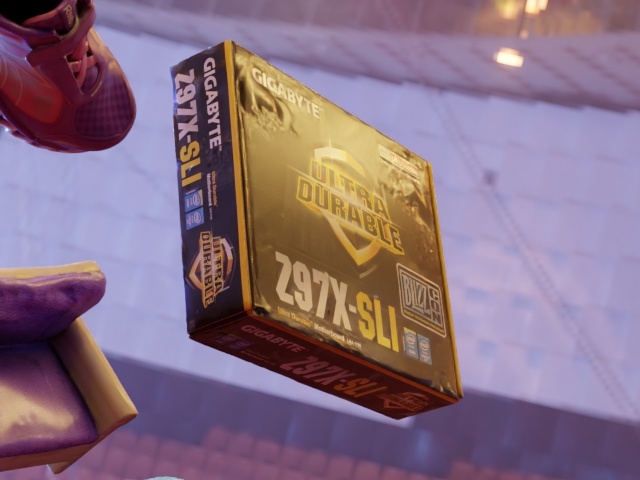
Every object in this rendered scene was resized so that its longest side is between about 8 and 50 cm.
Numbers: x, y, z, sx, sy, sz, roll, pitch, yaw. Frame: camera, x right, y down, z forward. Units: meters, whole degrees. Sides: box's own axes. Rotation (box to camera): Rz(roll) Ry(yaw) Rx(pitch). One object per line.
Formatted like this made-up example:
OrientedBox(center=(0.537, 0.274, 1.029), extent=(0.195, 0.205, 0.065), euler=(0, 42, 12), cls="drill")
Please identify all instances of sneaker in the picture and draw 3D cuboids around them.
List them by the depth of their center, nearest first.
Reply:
OrientedBox(center=(-0.187, -0.139, 1.162), extent=(0.104, 0.095, 0.236), euler=(11, -30, 39), cls="sneaker")

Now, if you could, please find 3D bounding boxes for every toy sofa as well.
OrientedBox(center=(-0.319, 0.129, 1.616), extent=(0.177, 0.150, 0.362), euler=(-39, -18, 21), cls="toy sofa")

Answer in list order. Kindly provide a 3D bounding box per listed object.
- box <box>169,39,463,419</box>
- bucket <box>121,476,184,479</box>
OrientedBox(center=(0.000, 0.000, 1.559), extent=(0.079, 0.257, 0.322), euler=(-20, -29, 31), cls="box")
OrientedBox(center=(-0.219, 0.402, 1.975), extent=(0.281, 0.281, 0.183), euler=(5, 11, 40), cls="bucket")
